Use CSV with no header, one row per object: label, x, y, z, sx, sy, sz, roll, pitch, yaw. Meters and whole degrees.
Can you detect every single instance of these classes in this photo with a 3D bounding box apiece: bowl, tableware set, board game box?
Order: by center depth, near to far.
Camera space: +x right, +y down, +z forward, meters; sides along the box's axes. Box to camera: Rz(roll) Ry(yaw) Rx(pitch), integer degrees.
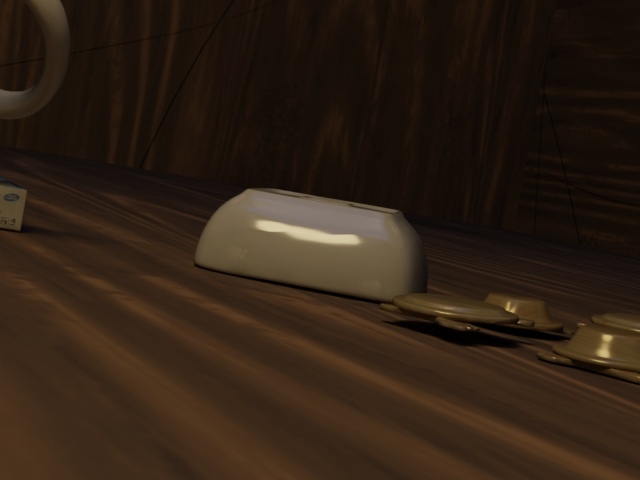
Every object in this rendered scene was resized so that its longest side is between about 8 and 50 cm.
tableware set,0.122,0.046,0.642,0.141,0.020,0.169,10,4,30
bowl,0.000,0.000,0.774,0.142,0.053,0.142,10,5,9
board game box,-0.254,-0.035,0.792,0.103,0.026,0.154,9,4,-23

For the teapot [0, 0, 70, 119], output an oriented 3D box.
teapot,-0.311,-0.135,0.738,0.252,0.187,0.256,-30,39,-15
